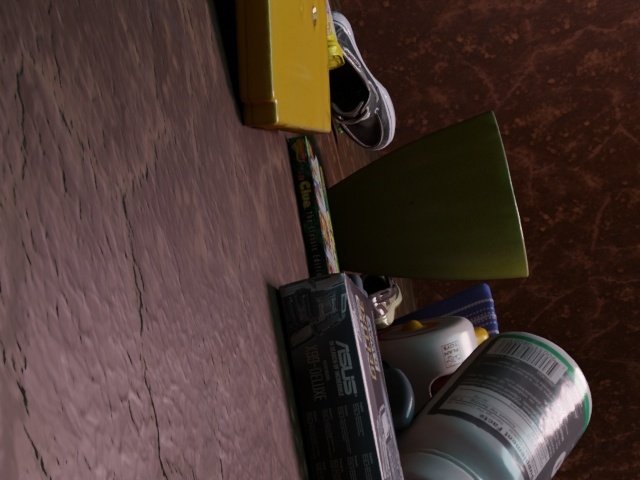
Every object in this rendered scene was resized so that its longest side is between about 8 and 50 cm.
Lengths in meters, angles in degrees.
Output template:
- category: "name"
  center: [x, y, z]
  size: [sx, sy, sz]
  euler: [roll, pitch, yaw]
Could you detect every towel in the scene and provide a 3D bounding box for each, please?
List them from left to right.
- category: "towel"
  center: [0.206, 0.241, 2.130]
  size: [0.040, 0.243, 0.336]
  euler: [47, 27, -40]

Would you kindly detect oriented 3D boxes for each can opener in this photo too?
- category: "can opener"
  center: [0.072, 0.167, 1.778]
  size: [0.074, 0.093, 0.280]
  euler: [70, 6, -48]

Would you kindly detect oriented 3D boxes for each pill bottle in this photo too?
- category: "pill bottle"
  center: [0.222, 0.296, 1.743]
  size: [0.361, 0.204, 0.204]
  euler: [-38, 122, -47]

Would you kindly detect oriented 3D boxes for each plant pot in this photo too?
- category: "plant pot"
  center: [0.164, -0.044, 2.028]
  size: [0.275, 0.293, 0.275]
  euler: [-13, 90, -84]

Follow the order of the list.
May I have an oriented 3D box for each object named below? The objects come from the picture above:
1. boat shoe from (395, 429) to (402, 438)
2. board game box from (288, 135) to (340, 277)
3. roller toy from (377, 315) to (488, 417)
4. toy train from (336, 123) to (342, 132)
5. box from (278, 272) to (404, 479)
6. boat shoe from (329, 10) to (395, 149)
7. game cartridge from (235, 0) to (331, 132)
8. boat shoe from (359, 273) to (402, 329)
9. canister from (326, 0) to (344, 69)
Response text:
- category: "boat shoe"
  center: [0.146, 0.387, 1.927]
  size: [0.324, 0.122, 0.120]
  euler: [55, 29, -53]
- category: "board game box"
  center: [0.000, 0.000, 1.698]
  size: [0.136, 0.030, 0.260]
  euler: [66, 13, -71]
- category: "roller toy"
  center: [0.163, 0.198, 2.000]
  size: [0.191, 0.209, 0.146]
  euler: [-28, 105, -74]
- category: "toy train"
  center: [0.042, -0.245, 2.551]
  size: [0.083, 0.023, 0.017]
  euler: [67, 13, -62]
- category: "box"
  center: [0.034, 0.204, 1.386]
  size: [0.242, 0.076, 0.307]
  euler: [51, 28, -76]
- category: "boat shoe"
  center: [0.050, -0.275, 2.371]
  size: [0.119, 0.121, 0.335]
  euler: [-86, 153, -42]
- category: "game cartridge"
  center: [-0.044, -0.269, 1.455]
  size: [0.323, 0.052, 0.285]
  euler: [-12, 100, -77]
- category: "boat shoe"
  center: [0.096, 0.086, 2.155]
  size: [0.223, 0.080, 0.073]
  euler: [-70, 153, -70]
- category: "canister"
  center: [-0.017, -0.369, 2.040]
  size: [0.126, 0.073, 0.170]
  euler: [15, 61, -83]
